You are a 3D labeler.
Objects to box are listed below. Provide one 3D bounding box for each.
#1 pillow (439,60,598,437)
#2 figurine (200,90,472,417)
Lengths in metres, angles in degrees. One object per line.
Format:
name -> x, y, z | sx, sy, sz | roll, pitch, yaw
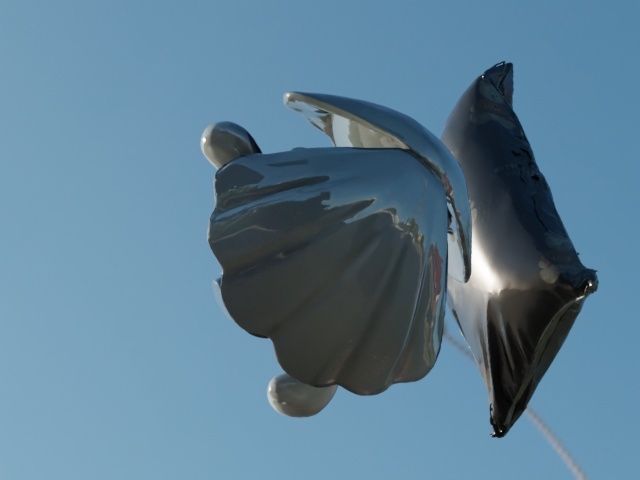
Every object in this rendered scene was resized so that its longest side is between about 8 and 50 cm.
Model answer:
pillow -> 0.076, -0.001, 0.708 | 0.048, 0.150, 0.090 | -5, -45, -9
figurine -> 0.000, 0.000, 0.487 | 0.094, 0.086, 0.082 | 45, -16, -9
